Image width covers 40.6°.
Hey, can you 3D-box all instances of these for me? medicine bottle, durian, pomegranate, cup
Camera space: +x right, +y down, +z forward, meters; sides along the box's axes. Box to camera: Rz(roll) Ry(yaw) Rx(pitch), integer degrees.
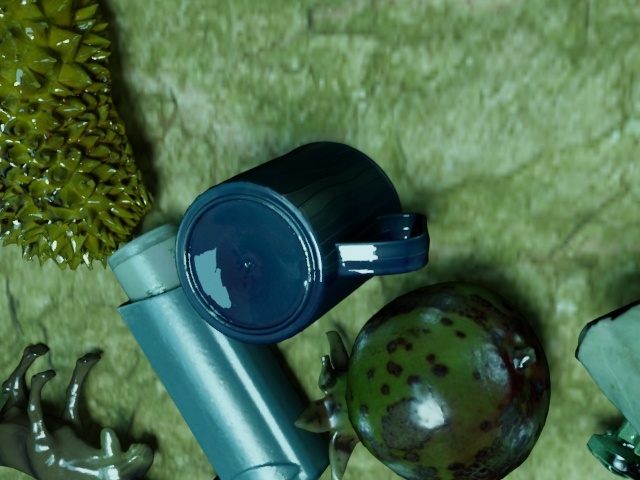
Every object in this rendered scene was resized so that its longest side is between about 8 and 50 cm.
[{"bbox_3d":[-0.089,0.116,0.687,0.124,0.079,0.258,-28,92,27],"label":"medicine bottle"},{"bbox_3d":[-0.230,-0.080,0.669,0.183,0.138,0.249,-12,106,17],"label":"durian"},{"bbox_3d":[0.066,0.097,0.584,0.169,0.148,0.148,-8,101,23],"label":"pomegranate"},{"bbox_3d":[-0.007,-0.008,0.584,0.150,0.138,0.113,-30,92,27],"label":"cup"}]

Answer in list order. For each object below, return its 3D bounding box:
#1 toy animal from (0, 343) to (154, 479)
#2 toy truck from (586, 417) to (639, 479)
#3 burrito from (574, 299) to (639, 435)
[{"bbox_3d":[-0.222,0.191,0.768,0.214,0.094,0.186,6,102,29],"label":"toy animal"},{"bbox_3d":[0.254,0.154,0.553,0.154,0.078,0.080,30,113,14],"label":"toy truck"},{"bbox_3d":[0.251,0.127,0.464,0.228,0.144,0.089,-117,36,-43],"label":"burrito"}]
